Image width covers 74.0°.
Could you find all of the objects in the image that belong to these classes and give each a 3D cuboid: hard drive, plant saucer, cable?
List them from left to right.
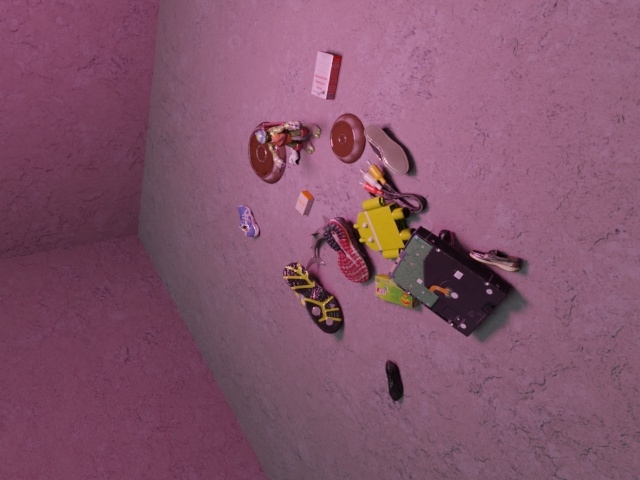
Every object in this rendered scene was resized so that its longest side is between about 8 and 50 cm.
[{"bbox_3d":[-0.282,-0.439,2.141,0.311,0.050,0.310,18,114,47],"label":"plant saucer"},{"bbox_3d":[0.098,-0.407,1.702,0.199,0.036,0.198,18,115,47],"label":"plant saucer"},{"bbox_3d":[0.250,-0.169,1.565,0.287,0.072,0.139,46,139,31],"label":"cable"},{"bbox_3d":[0.408,0.135,1.401,0.339,0.064,0.237,36,133,16],"label":"hard drive"}]

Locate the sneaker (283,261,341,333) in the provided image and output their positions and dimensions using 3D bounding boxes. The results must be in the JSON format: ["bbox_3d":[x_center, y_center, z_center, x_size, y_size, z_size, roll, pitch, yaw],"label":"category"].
[{"bbox_3d":[-0.027,0.267,2.017,0.384,0.145,0.147,56,176,10],"label":"sneaker"}]

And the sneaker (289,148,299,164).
[{"bbox_3d":[-0.113,-0.401,1.963,0.044,0.040,0.109,29,128,23],"label":"sneaker"}]

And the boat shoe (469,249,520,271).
[{"bbox_3d":[0.538,0.051,1.307,0.152,0.056,0.049,21,112,35],"label":"boat shoe"}]

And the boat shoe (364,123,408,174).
[{"bbox_3d":[0.243,-0.322,1.532,0.081,0.069,0.227,-36,74,8],"label":"boat shoe"}]

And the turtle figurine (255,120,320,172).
[{"bbox_3d":[-0.113,-0.399,1.773,0.275,0.266,0.197,19,116,47],"label":"turtle figurine"}]

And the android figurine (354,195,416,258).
[{"bbox_3d":[0.236,-0.046,1.609,0.273,0.056,0.248,-8,108,50],"label":"android figurine"}]

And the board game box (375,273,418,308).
[{"bbox_3d":[0.295,0.193,1.649,0.181,0.043,0.092,12,111,49],"label":"board game box"}]

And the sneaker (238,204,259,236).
[{"bbox_3d":[-0.417,-0.111,2.380,0.211,0.081,0.080,59,140,22],"label":"sneaker"}]

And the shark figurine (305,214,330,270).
[{"bbox_3d":[-0.019,0.001,1.914,0.166,0.116,0.278,58,136,23],"label":"shark figurine"}]

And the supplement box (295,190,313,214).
[{"bbox_3d":[-0.075,-0.175,1.982,0.062,0.036,0.098,49,134,29],"label":"supplement box"}]

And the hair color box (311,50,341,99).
[{"bbox_3d":[0.023,-0.659,1.699,0.093,0.053,0.167,36,126,37],"label":"hair color box"}]

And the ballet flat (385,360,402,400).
[{"bbox_3d":[0.306,0.584,1.769,0.049,0.058,0.173,-84,-15,-84],"label":"ballet flat"}]

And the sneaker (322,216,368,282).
[{"bbox_3d":[0.126,0.038,1.758,0.121,0.112,0.299,-18,103,36],"label":"sneaker"}]

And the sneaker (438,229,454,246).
[{"bbox_3d":[0.401,0.047,1.453,0.077,0.072,0.178,23,118,46],"label":"sneaker"}]
